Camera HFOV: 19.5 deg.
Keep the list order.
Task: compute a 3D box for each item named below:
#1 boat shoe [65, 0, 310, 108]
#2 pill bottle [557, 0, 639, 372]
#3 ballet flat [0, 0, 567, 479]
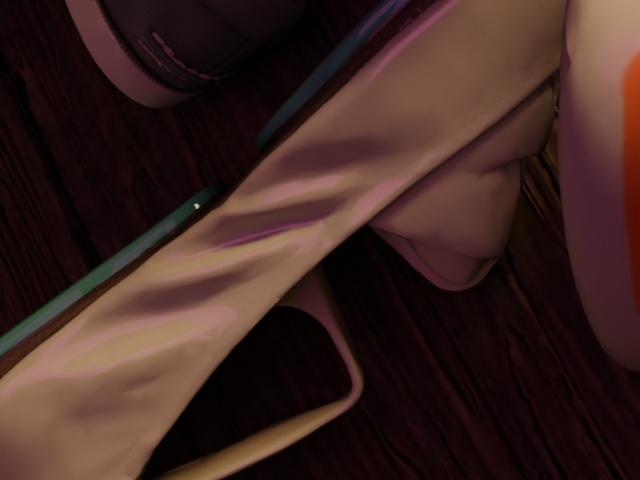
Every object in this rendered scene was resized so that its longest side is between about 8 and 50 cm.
[{"bbox_3d":[-0.098,-0.224,0.866,0.099,0.116,0.319,-21,93,35],"label":"boat shoe"},{"bbox_3d":[0.299,-0.048,0.653,0.392,0.224,0.224,4,85,23],"label":"pill bottle"},{"bbox_3d":[0.000,0.000,0.831,0.400,0.139,0.139,-41,71,12],"label":"ballet flat"}]
